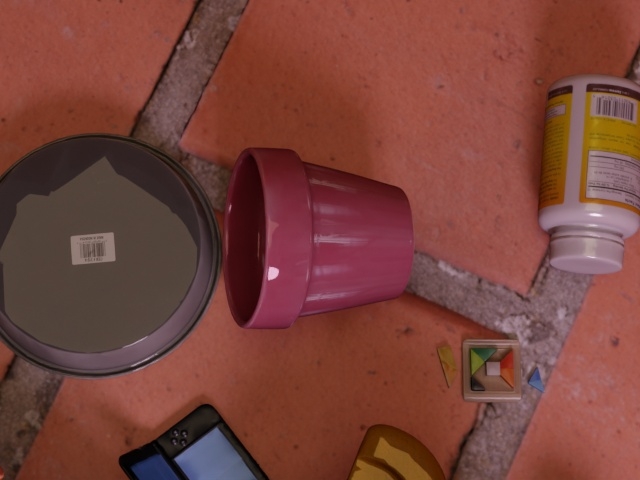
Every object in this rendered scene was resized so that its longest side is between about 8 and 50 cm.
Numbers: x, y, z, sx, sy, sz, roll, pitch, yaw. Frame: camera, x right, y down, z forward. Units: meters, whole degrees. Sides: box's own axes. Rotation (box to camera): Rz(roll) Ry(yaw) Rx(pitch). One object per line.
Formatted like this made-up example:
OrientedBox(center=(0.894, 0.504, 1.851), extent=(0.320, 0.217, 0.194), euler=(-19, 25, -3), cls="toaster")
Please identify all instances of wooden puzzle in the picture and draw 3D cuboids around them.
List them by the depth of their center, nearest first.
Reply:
OrientedBox(center=(0.195, 0.149, 1.913), extent=(0.116, 0.014, 0.078), euler=(-6, 77, -3), cls="wooden puzzle")

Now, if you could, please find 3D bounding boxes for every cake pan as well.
OrientedBox(center=(-0.260, 0.011, 1.914), extent=(0.293, 0.054, 0.293), euler=(0, 77, -2), cls="cake pan")

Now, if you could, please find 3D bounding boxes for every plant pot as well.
OrientedBox(center=(0.000, 0.000, 1.862), extent=(0.180, 0.201, 0.201), euler=(2, 76, -16), cls="plant pot")

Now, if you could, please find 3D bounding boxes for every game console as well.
OrientedBox(center=(-0.131, 0.264, 1.841), extent=(0.124, 0.085, 0.144), euler=(-37, 81, -9), cls="game console")

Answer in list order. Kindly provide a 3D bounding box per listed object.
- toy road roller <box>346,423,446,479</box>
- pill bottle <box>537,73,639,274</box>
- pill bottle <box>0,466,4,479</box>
OrientedBox(center=(0.101, 0.340, 1.768), extent=(0.329, 0.202, 0.240), euler=(21, 77, 3), cls="toy road roller")
OrientedBox(center=(0.311, -0.074, 1.915), extent=(0.117, 0.117, 0.215), euler=(6, 77, 0), cls="pill bottle")
OrientedBox(center=(-0.426, 0.299, 1.666), extent=(0.130, 0.130, 0.245), euler=(41, 88, 8), cls="pill bottle")
